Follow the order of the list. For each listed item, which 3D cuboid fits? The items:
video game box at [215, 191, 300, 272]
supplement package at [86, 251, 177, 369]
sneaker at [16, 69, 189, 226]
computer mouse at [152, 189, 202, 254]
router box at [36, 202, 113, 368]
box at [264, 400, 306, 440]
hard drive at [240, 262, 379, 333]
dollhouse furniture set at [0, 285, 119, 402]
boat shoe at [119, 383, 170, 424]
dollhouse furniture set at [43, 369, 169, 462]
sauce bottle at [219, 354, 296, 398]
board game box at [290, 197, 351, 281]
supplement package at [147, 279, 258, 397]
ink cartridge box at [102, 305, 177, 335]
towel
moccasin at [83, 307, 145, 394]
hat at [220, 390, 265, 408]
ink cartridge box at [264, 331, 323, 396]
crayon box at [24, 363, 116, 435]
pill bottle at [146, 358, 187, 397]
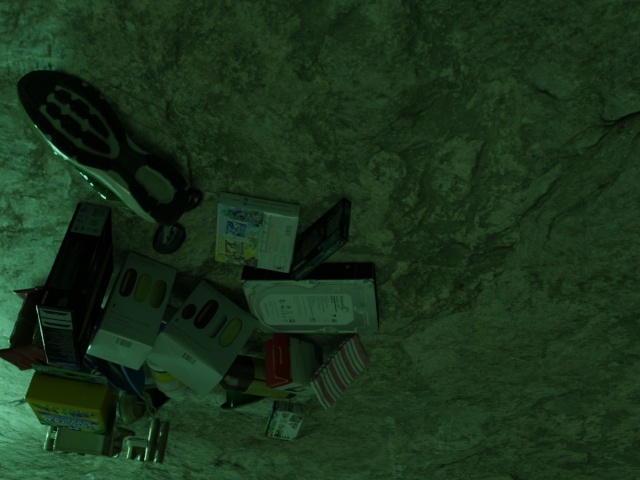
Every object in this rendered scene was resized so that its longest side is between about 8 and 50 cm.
[{"bbox_3d":[-0.152,-0.015,1.527,0.187,0.048,0.205,8,137,-5],"label":"video game box"},{"bbox_3d":[-0.472,0.175,1.628,0.139,0.244,0.134,23,136,-18],"label":"supplement package"},{"bbox_3d":[-0.476,-0.169,1.346,0.182,0.158,0.410,-10,133,42],"label":"sneaker"},{"bbox_3d":[-0.342,-0.036,1.533,0.071,0.041,0.242,23,134,-17],"label":"computer mouse"},{"bbox_3d":[-0.566,0.104,1.515,0.081,0.309,0.243,10,137,-7],"label":"router box"},{"bbox_3d":[-0.124,0.627,2.231,0.114,0.036,0.207,12,137,-6],"label":"box"},{"bbox_3d":[-0.020,0.157,1.687,0.339,0.064,0.237,-1,138,7],"label":"hard drive"},{"bbox_3d":[-0.726,0.309,1.851,0.152,0.201,0.374,-10,141,17],"label":"dollhouse furniture set"},{"bbox_3d":[-0.547,0.500,2.025,0.089,0.285,0.104,-11,91,6],"label":"boat shoe"},{"bbox_3d":[-0.736,0.604,2.203,0.362,0.256,0.394,5,159,2],"label":"dollhouse furniture set"},{"bbox_3d":[-0.212,0.387,1.865,0.344,0.111,0.111,23,138,-40],"label":"sauce bottle"},{"bbox_3d":[0.000,0.000,1.466,0.026,0.126,0.186,30,133,-24],"label":"board game box"},{"bbox_3d":[-0.308,0.256,1.687,0.194,0.203,0.149,37,135,-6],"label":"supplement package"},{"bbox_3d":[-0.446,0.270,1.862,0.371,0.069,0.176,33,131,-23],"label":"ink cartridge box"},{"bbox_3d":[0.057,0.373,1.835,0.029,0.197,0.144,24,150,42],"label":"towel"},{"bbox_3d":[-0.603,0.303,1.792,0.117,0.137,0.342,-18,121,6],"label":"moccasin"},{"bbox_3d":[-0.258,0.417,2.028,0.173,0.183,0.208,-17,177,38],"label":"hat"},{"bbox_3d":[-0.084,0.349,1.805,0.078,0.134,0.231,-22,148,29],"label":"ink cartridge box"},{"bbox_3d":[-0.697,0.456,1.811,0.203,0.083,0.323,12,147,-5],"label":"crayon box"},{"bbox_3d":[-0.434,0.375,1.855,0.103,0.103,0.184,3,138,4],"label":"pill bottle"}]
